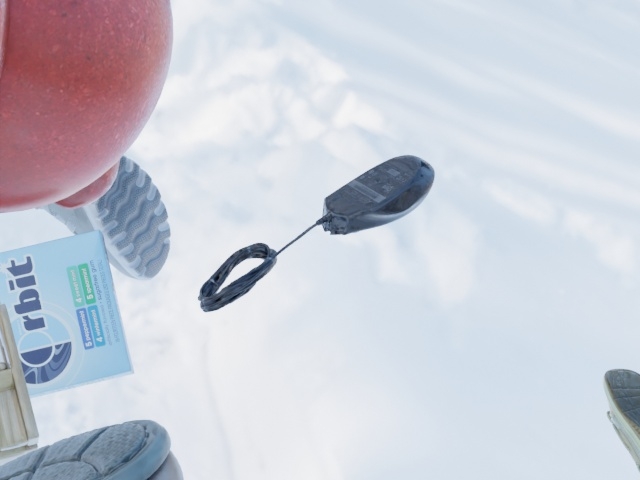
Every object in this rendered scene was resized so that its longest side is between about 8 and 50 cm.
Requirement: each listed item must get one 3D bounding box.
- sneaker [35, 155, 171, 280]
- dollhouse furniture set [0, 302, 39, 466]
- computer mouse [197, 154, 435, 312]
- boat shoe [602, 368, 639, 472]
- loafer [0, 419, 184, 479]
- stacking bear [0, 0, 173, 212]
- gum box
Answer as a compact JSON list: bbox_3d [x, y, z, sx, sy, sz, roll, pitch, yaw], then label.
[{"bbox_3d":[-0.285,-0.065,1.631,0.281,0.115,0.105,52,49,-20],"label":"sneaker"},{"bbox_3d":[-0.297,0.110,1.028,0.151,0.144,0.123,-13,76,-18],"label":"dollhouse furniture set"},{"bbox_3d":[0.000,0.000,1.213,0.071,0.242,0.041,40,-22,59],"label":"computer mouse"},{"bbox_3d":[0.292,0.178,1.244,0.056,0.048,0.153,-4,41,-23],"label":"boat shoe"},{"bbox_3d":[-0.166,0.164,0.592,0.084,0.268,0.096,62,9,-12],"label":"loafer"},{"bbox_3d":[-0.145,-0.053,0.316,0.164,0.175,0.289,-6,2,30],"label":"stacking bear"},{"bbox_3d":[-0.305,0.086,1.469,0.184,0.157,0.041,-13,-9,-5],"label":"gum box"}]
